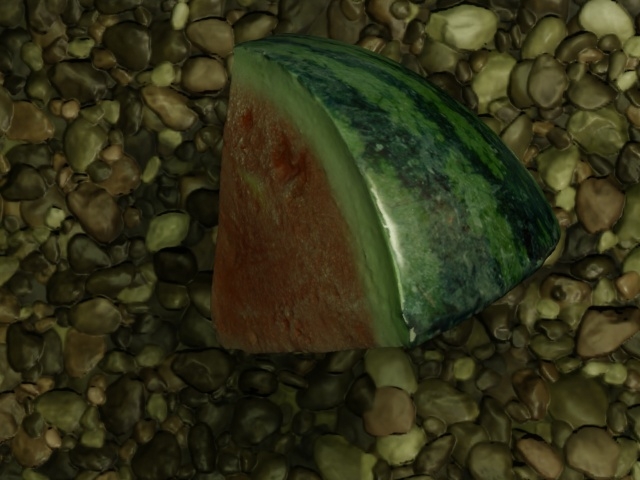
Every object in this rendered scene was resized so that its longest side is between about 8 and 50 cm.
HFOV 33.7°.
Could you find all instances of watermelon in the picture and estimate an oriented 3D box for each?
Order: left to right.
[{"bbox_3d":[0.007,-0.018,0.807,0.283,0.250,0.292,44,91,11],"label":"watermelon"}]
